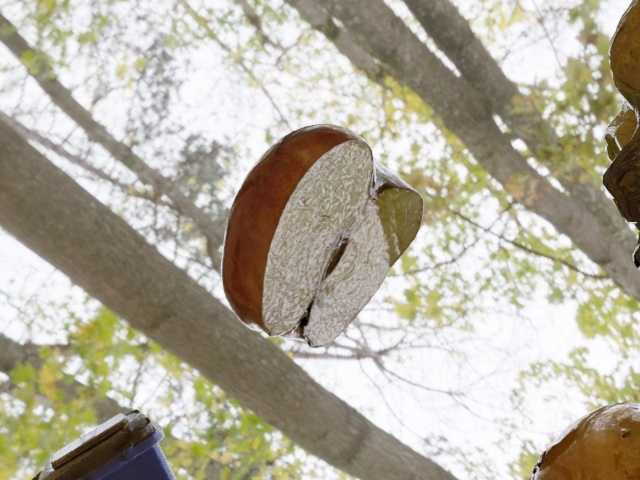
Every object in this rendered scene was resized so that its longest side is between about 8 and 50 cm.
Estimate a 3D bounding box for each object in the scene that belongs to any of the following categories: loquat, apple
[{"bbox_3d":[0.320,0.271,0.887,0.235,0.235,0.235,-19,-131,24],"label":"loquat"},{"bbox_3d":[0.000,0.000,1.518,0.365,0.328,0.295,-61,-169,3],"label":"apple"}]

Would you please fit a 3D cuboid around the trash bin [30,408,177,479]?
[{"bbox_3d":[-0.233,0.344,1.102,0.184,0.235,0.162,-31,-177,-16],"label":"trash bin"}]

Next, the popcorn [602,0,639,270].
[{"bbox_3d":[0.239,-0.044,0.325,0.286,0.215,0.252,57,-41,24],"label":"popcorn"}]
